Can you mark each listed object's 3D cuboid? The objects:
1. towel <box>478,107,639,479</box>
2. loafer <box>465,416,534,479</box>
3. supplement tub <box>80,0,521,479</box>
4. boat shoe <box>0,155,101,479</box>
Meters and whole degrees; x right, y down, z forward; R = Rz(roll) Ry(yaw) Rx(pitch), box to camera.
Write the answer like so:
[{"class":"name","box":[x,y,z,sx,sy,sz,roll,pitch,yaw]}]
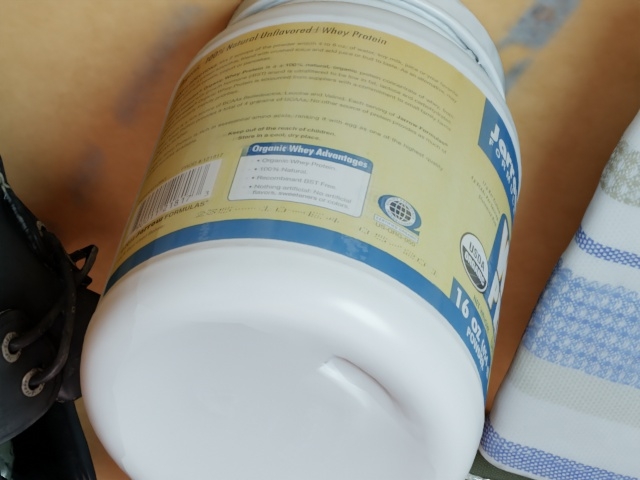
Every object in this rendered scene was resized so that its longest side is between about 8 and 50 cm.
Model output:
[{"class":"towel","box":[0.198,0.025,0.795,0.209,0.034,0.285,15,134,-4]},{"class":"loafer","box":[0.030,0.133,0.950,0.251,0.087,0.094,13,134,1]},{"class":"supplement tub","box":[0.000,0.000,0.755,0.144,0.200,0.144,7,134,7]},{"class":"boat shoe","box":[-0.142,0.045,0.883,0.113,0.127,0.340,10,135,2]}]
